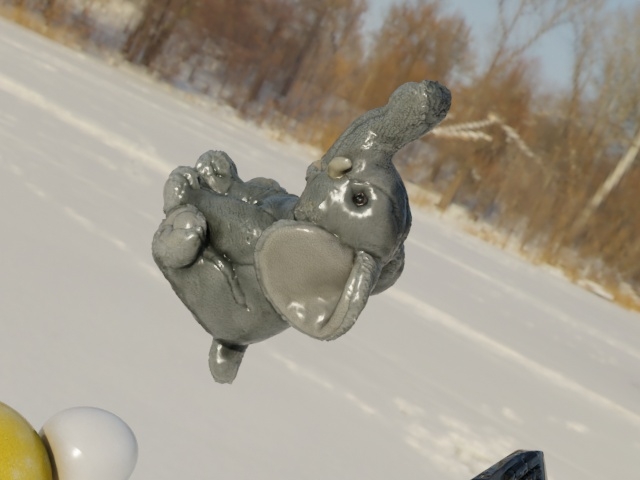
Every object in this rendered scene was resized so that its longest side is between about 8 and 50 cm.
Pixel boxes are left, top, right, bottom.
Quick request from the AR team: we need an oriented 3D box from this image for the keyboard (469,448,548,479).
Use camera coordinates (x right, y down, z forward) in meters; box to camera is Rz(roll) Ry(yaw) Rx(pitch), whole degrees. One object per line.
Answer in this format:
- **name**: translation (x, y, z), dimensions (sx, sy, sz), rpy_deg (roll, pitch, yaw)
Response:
- **keyboard**: translation (0.174, 0.360, 0.955), dimensions (0.033, 0.317, 0.201), rpy_deg (-4, 9, 43)

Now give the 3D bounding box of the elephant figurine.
- **elephant figurine**: translation (0.000, 0.000, 0.835), dimensions (0.239, 0.169, 0.186), rpy_deg (-2, -37, 26)

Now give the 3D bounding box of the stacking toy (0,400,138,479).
- **stacking toy**: translation (-0.421, 0.280, 1.156), dimensions (0.480, 0.351, 0.350), rpy_deg (-5, 24, -39)
